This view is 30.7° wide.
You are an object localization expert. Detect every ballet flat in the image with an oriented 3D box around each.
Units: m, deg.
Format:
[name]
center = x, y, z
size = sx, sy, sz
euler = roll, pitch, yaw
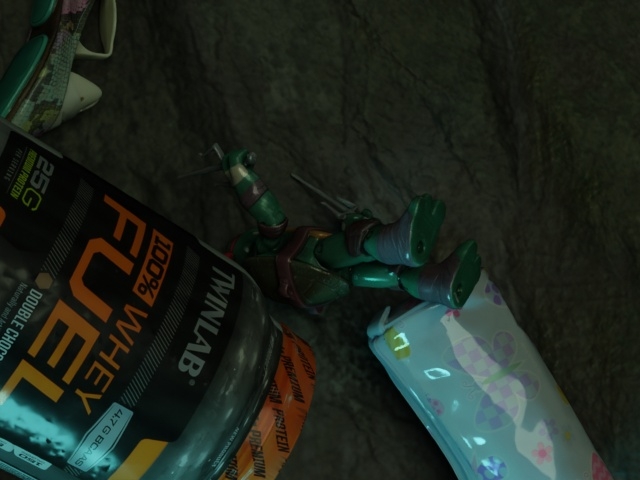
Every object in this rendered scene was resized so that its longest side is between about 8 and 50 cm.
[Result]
[ballet flat]
center = -0.206, -0.154, 0.935
size = 0.079, 0.077, 0.221
euler = 26, 69, -34

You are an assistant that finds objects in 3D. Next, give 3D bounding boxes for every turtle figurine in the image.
[turtle figurine]
center = 0.000, 0.000, 0.928
size = 0.175, 0.234, 0.118
euler = 18, 82, -55

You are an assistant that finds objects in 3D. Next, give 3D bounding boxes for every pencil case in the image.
[pencil case]
center = 0.147, 0.158, 0.968
size = 0.124, 0.113, 0.273
euler = -29, 89, -10

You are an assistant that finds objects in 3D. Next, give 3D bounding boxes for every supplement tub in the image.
[supplement tub]
center = -0.183, 0.058, 0.804
size = 0.338, 0.207, 0.207
euler = 32, 69, -21
